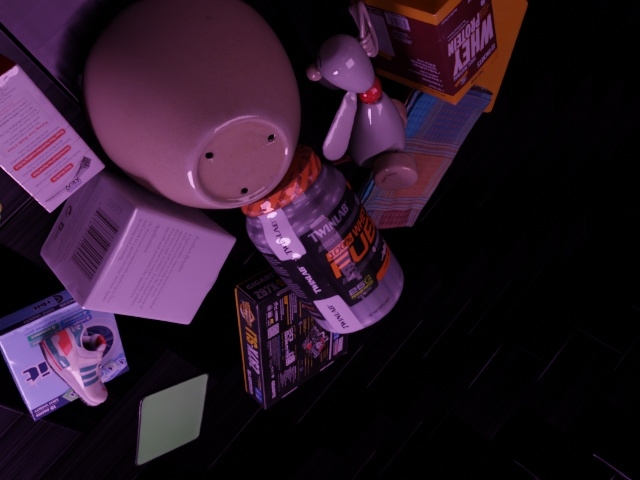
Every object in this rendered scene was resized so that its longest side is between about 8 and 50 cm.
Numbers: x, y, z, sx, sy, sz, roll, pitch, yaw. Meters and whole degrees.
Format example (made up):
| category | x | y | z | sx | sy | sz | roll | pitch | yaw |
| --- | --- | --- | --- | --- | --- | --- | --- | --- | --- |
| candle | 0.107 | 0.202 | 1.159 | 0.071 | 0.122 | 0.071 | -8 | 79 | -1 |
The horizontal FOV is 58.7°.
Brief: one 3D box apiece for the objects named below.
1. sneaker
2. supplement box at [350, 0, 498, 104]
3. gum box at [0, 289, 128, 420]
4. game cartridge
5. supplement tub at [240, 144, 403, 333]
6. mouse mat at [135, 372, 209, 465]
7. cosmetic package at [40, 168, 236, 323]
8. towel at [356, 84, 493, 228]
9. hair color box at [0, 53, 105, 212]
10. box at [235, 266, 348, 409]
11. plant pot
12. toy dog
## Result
| category | x | y | z | sx | sy | sz | roll | pitch | yaw |
| --- | --- | --- | --- | --- | --- | --- | --- | --- | --- |
| sneaker | -0.344 | 0.184 | 0.847 | 0.075 | 0.057 | 0.161 | -35 | 136 | -17 |
| supplement box | 0.179 | -0.370 | 0.972 | 0.129 | 0.191 | 0.194 | -48 | 144 | -10 |
| gum box | -0.389 | 0.165 | 0.867 | 0.157 | 0.041 | 0.184 | -28 | 135 | -33 |
| game cartridge | 0.317 | -0.413 | 1.223 | 0.324 | 0.053 | 0.285 | -15 | 128 | -45 |
| supplement tub | 0.000 | 0.000 | 1.005 | 0.193 | 0.194 | 0.316 | -45 | 122 | -14 |
| mouse mat | -0.299 | 0.360 | 1.149 | 0.153 | 0.007 | 0.189 | -13 | 125 | -43 |
| cosmetic package | -0.255 | 0.009 | 0.806 | 0.184 | 0.151 | 0.151 | 23 | 99 | -53 |
| towel | 0.212 | -0.174 | 1.238 | 0.272 | 0.040 | 0.370 | -6 | 132 | -45 |
| hair color box | -0.351 | -0.123 | 0.680 | 0.093 | 0.053 | 0.167 | -46 | 141 | -16 |
| box | -0.050 | 0.180 | 1.234 | 0.257 | 0.079 | 0.321 | -30 | 137 | -34 |
| plant pot | -0.136 | -0.150 | 0.733 | 0.284 | 0.191 | 0.284 | -22 | 140 | -20 |
| toy dog | 0.050 | -0.212 | 0.978 | 0.220 | 0.161 | 0.333 | -85 | 152 | -44 |
